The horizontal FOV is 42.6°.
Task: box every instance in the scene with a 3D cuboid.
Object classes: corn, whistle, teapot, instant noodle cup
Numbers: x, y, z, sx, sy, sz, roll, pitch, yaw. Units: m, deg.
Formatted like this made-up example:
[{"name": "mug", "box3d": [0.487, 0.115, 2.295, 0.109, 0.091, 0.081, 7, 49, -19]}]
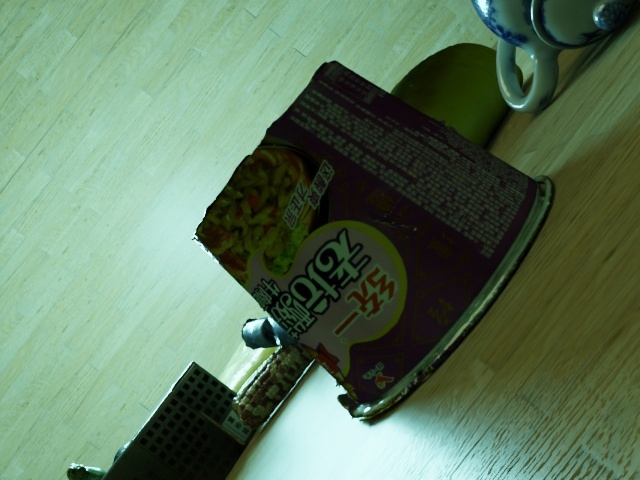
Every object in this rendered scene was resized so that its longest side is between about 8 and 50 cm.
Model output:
[{"name": "corn", "box3d": [-0.071, 0.246, 1.527, 0.237, 0.079, 0.079, -47, 2, -4]}, {"name": "whistle", "box3d": [-0.037, 0.152, 1.450, 0.304, 0.062, 0.062, -16, 31, 51]}, {"name": "teapot", "box3d": [0.334, -0.364, 1.115, 0.280, 0.252, 0.424, -110, 26, -44]}, {"name": "instant noodle cup", "box3d": [0.037, -0.014, 0.890, 0.340, 0.266, 0.340, -53, 3, 4]}]

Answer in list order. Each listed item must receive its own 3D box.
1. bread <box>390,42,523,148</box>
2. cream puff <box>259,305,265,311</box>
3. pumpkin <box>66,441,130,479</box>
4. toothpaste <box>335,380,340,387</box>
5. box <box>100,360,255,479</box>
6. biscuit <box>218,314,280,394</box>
[{"name": "bread", "box3d": [0.215, -0.219, 1.537, 0.376, 0.208, 0.251, -49, 4, -36]}, {"name": "cream puff", "box3d": [0.000, 0.004, 1.577, 0.350, 0.228, 0.350, -35, -42, -38]}, {"name": "pumpkin", "box3d": [-0.383, 0.495, 1.619, 0.248, 0.248, 0.248, -52, 2, 3]}, {"name": "toothpaste", "box3d": [0.080, 0.107, 1.094, 0.205, 0.036, 0.056, -56, 3, 9]}, {"name": "box", "box3d": [-0.254, 0.391, 1.505, 0.047, 0.180, 0.325, -51, 2, 47]}, {"name": "biscuit", "box3d": [-0.193, 0.334, 2.202, 0.446, 0.104, 0.429, -54, 2, -18]}]
